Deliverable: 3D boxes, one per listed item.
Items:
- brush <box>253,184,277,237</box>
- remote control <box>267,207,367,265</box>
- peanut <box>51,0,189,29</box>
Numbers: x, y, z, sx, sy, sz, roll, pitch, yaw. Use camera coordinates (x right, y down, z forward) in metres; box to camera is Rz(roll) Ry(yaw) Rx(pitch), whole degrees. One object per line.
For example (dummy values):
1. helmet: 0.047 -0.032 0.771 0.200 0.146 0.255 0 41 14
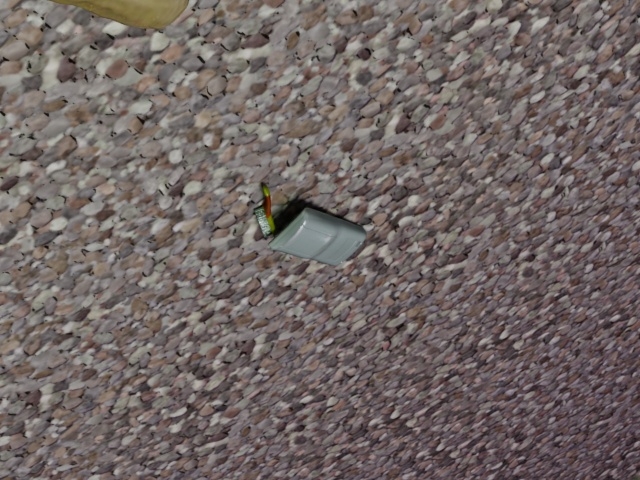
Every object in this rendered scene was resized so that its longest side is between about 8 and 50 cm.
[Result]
1. brush: -0.062 -0.032 1.617 0.021 0.018 0.083 -17 148 -7
2. remote control: 0.000 0.000 1.690 0.061 0.029 0.162 -43 154 16
3. peanut: -0.184 -0.230 1.174 0.099 0.090 0.214 -38 151 31
